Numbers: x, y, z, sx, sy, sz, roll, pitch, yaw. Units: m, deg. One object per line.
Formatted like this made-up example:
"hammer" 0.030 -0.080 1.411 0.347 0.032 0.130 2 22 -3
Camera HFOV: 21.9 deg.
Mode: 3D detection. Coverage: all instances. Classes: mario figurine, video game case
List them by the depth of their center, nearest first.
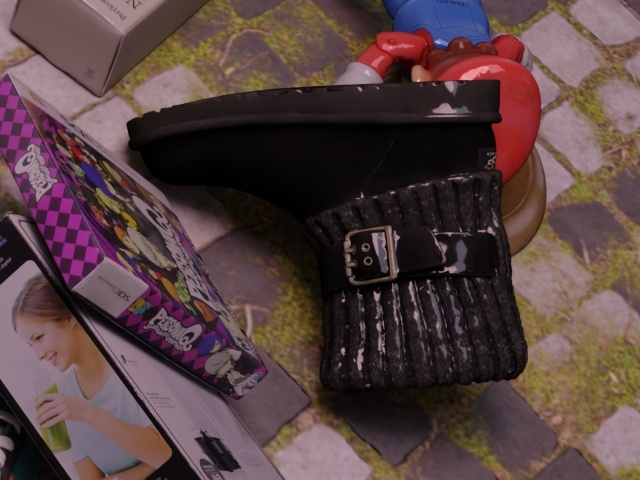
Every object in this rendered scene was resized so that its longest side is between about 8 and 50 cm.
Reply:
"video game case" -0.152 -0.002 1.274 0.210 0.042 0.232 40 12 -47
"mario figurine" 0.101 -0.152 1.545 0.198 0.170 0.320 -18 47 7

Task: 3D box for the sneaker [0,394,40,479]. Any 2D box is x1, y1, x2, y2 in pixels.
"sneaker" -0.258 0.190 1.153 0.108 0.121 0.302 22 50 -9

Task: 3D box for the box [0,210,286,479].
"box" -0.144 0.121 1.222 0.290 0.087 0.169 52 10 15

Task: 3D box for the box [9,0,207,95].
"box" -0.157 -0.262 1.541 0.113 0.094 0.275 36 49 3

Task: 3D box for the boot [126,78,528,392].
"boot" -0.001 0.000 1.395 0.131 0.348 0.260 -14 102 -66

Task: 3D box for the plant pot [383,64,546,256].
"plant pot" 0.113 -0.081 1.571 0.236 0.032 0.236 11 52 -15
